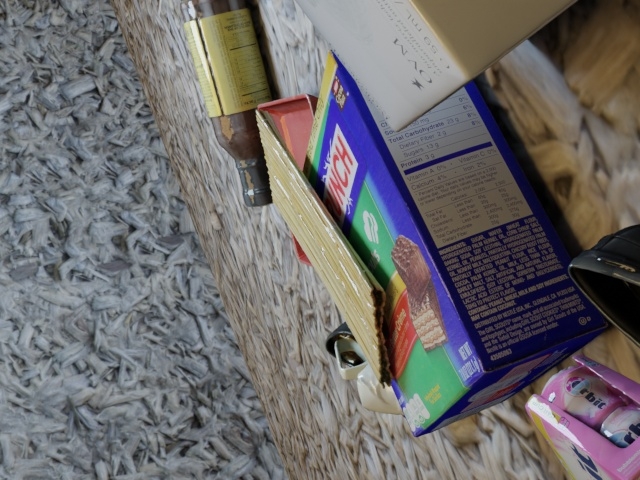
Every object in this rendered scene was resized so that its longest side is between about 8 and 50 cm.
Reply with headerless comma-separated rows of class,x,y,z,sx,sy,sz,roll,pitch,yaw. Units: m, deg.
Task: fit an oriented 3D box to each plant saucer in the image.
plant saucer,-0.006,-0.082,1.168,0.258,0.048,0.259,-163,58,-70

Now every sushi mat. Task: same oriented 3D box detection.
sushi mat,0.000,0.000,0.866,0.151,0.019,0.316,83,162,-45

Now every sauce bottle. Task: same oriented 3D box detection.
sauce bottle,-0.133,-0.225,1.309,0.111,0.112,0.344,-153,48,-67

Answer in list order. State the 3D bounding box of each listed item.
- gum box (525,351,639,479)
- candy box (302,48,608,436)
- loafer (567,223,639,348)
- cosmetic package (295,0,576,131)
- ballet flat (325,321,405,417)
gum box,0.225,0.170,0.547,0.188,0.062,0.107,54,171,-23
candy box,0.099,0.000,0.779,0.268,0.122,0.317,104,146,-65
loafer,0.238,0.073,0.487,0.223,0.078,0.076,-125,23,-44
cosmetic package,0.050,-0.207,0.517,0.224,0.138,0.225,53,178,-3
ballet flat,0.083,0.177,1.066,0.280,0.096,0.095,-151,46,-66
